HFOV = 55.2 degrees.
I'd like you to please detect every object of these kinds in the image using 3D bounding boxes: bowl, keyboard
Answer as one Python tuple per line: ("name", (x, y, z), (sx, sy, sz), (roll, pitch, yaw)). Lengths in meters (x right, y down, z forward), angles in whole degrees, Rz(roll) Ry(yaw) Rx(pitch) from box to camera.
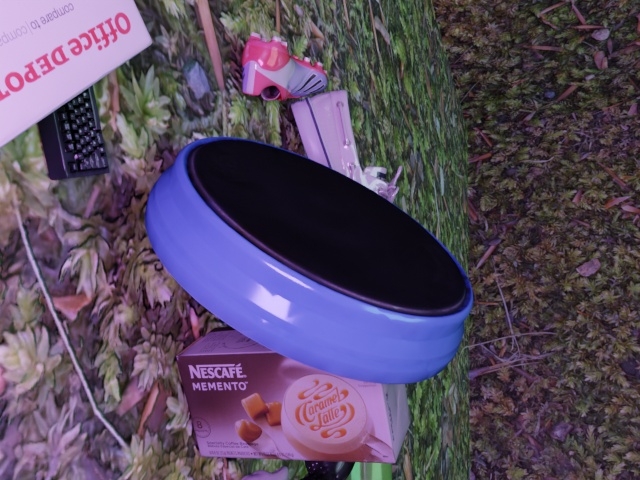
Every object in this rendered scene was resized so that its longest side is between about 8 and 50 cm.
("bowl", (0.000, 0.000, 0.706), (0.077, 0.391, 0.391), (-61, 169, 21))
("keyboard", (-0.246, -0.148, 0.571), (0.108, 0.023, 0.180), (-28, 111, -66))

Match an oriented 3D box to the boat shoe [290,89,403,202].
("boat shoe", (0.077, -0.093, 1.083), (0.136, 0.157, 0.367), (26, 45, -88))

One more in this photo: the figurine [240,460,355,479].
("figurine", (-0.054, 0.329, 0.733), (0.092, 0.215, 0.209), (52, 28, -7))

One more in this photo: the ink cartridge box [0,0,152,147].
("ink cartridge box", (-0.258, -0.212, 0.402), (0.272, 0.115, 0.198), (68, 31, -30))

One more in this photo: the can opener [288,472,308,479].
("can opener", (-0.076, 0.414, 0.781), (0.093, 0.074, 0.280), (-61, 179, 39))

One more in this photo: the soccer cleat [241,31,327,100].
("soccer cleat", (-0.059, -0.266, 1.008), (0.248, 0.083, 0.095), (-4, 112, -71))

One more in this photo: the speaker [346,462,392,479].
("speaker", (0.068, 0.379, 1.100), (0.131, 0.131, 0.296), (29, 58, -64))

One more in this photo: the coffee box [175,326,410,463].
("coffee box", (-0.030, 0.177, 0.732), (0.098, 0.247, 0.141), (-38, 120, -66))
